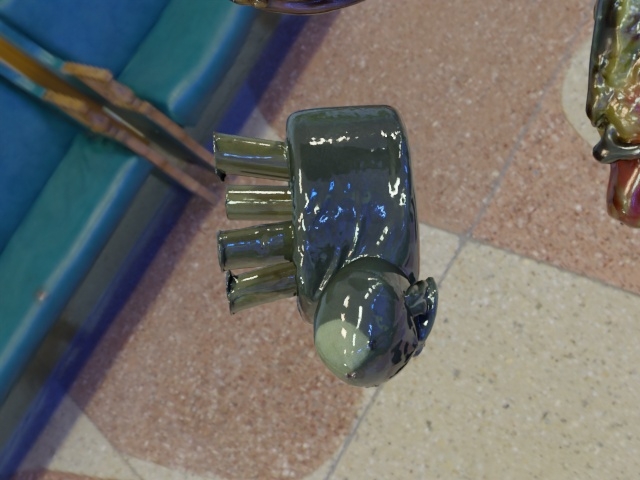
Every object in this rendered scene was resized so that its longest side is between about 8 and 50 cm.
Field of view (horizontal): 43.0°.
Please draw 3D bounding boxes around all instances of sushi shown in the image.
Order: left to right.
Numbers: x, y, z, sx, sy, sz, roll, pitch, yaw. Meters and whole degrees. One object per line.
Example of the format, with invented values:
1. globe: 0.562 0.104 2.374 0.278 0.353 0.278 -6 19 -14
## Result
1. sushi: 0.218 -0.118 0.497 0.103 0.097 0.226 12 104 25

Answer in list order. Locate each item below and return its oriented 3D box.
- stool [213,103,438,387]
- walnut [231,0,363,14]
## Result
1. stool: 0.000 -0.008 0.557 0.139 0.154 0.228 -4 21 -2
2. walnut: -0.049 -0.203 0.435 0.245 0.137 0.137 37 90 13
